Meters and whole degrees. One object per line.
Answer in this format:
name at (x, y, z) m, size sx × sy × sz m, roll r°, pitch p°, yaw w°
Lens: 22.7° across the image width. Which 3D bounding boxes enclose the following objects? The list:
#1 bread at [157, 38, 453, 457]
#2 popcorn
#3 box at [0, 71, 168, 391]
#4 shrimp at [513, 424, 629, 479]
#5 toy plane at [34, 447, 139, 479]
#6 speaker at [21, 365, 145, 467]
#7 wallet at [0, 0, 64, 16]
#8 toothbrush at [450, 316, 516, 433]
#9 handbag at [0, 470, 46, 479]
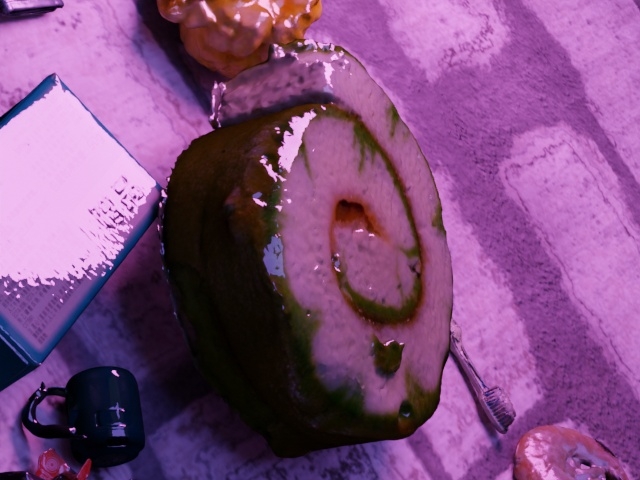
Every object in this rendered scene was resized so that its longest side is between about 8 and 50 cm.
bread at (0.000, 0.000, 1.450) m, size 0.366 × 0.129 × 0.382 m, roll 7°, pitch 70°, yaw -61°
popcorn at (-0.081, -0.246, 1.596) m, size 0.170 × 0.180 × 0.180 m, roll 67°, pitch 9°, yaw -67°
box at (-0.246, -0.006, 1.288) m, size 0.153 × 0.092 × 0.245 m, roll 48°, pitch 40°, yaw -13°
shrimp at (0.294, 0.281, 1.662) m, size 0.126 × 0.047 × 0.223 m, roll -28°, pitch 69°, yaw -37°
toy plane at (-0.169, 0.213, 1.264) m, size 0.145 × 0.037 × 0.060 m, roll 45°, pitch 50°, yaw -22°
speaker at (-0.187, 0.139, 1.275) m, size 0.094 × 0.060 × 0.075 m, roll 13°, pitch 54°, yaw -41°
wallet at (-0.295, -0.263, 1.464) m, size 0.088 × 0.026 × 0.129 m, roll -24°, pitch 82°, yaw -56°
toothbrush at (0.129, 0.072, 1.692) m, size 0.026 × 0.028 × 0.294 m, roll -14°, pitch 71°, yaw -52°
handbag at (-0.223, 0.242, 1.145) m, size 0.072 × 0.115 × 0.139 m, roll 24°, pitch 66°, yaw -35°
